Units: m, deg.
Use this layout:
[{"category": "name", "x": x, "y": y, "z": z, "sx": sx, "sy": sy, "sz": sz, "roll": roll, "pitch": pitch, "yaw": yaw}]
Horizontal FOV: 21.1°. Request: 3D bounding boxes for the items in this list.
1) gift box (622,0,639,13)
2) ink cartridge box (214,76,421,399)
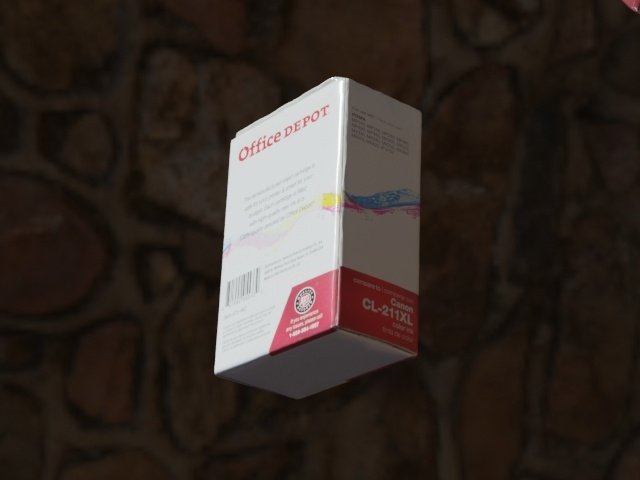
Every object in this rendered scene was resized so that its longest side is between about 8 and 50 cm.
[{"category": "gift box", "x": 0.274, "y": -0.371, "z": 1.260, "sx": 0.276, "sy": 0.258, "sz": 0.255, "roll": 55, "pitch": 158, "yaw": 23}, {"category": "ink cartridge box", "x": 0.000, "y": 0.000, "z": 1.118, "sx": 0.127, "sy": 0.072, "sz": 0.175, "roll": -25, "pitch": 54, "yaw": 47}]
